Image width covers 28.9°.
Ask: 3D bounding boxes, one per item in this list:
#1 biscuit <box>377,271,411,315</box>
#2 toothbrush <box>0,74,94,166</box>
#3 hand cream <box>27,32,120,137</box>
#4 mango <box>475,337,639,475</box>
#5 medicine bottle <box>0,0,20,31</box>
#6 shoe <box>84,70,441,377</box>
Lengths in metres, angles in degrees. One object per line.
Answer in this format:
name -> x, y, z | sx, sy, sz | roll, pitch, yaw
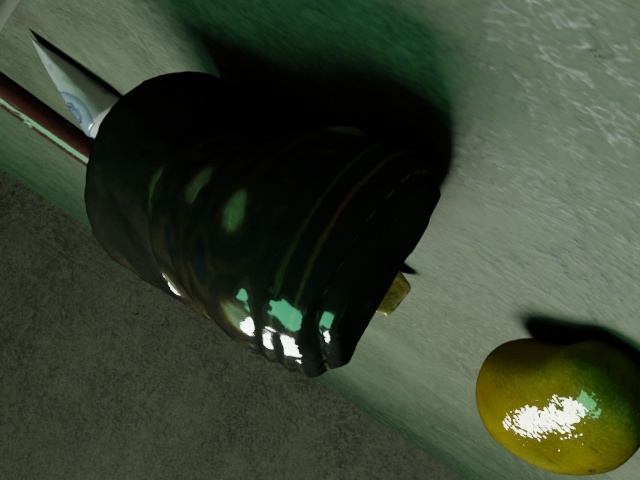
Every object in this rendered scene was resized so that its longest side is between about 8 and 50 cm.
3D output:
biscuit -> 0.000, 0.000, 1.179 | 0.188, 0.052, 0.056 | 37, -177, -9
toothbrush -> -0.417, -0.191, 1.701 | 0.364, 0.041, 0.041 | 36, 170, -10
hand cream -> -0.254, -0.155, 1.312 | 0.142, 0.053, 0.084 | 44, 173, 9
mango -> 0.203, 0.133, 1.026 | 0.136, 0.099, 0.227 | 42, 162, 0
medicine bottle -> -0.299, -0.147, 0.855 | 0.139, 0.237, 0.139 | 21, 160, 8
shoe -> -0.054, -0.025, 0.878 | 0.237, 0.171, 0.384 | 30, 178, 2
